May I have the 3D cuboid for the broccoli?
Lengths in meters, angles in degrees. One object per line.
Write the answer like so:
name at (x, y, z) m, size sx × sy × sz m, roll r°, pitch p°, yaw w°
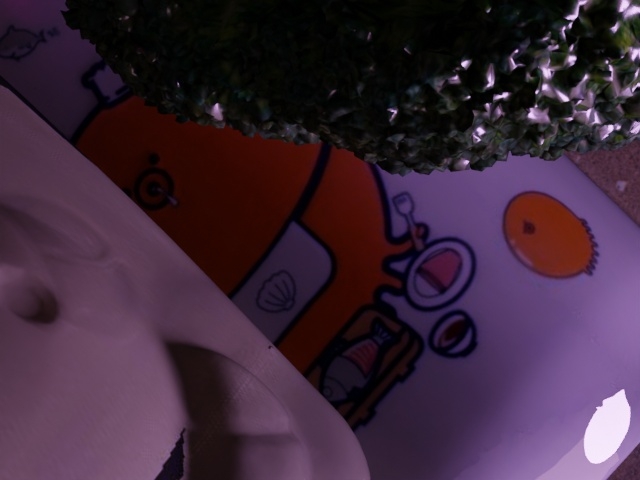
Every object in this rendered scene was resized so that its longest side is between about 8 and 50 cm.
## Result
broccoli at (0.032, -0.160, 0.608) m, size 0.297 × 0.297 × 0.297 m, roll -44°, pitch 141°, yaw -19°

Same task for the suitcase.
suitcase at (-0.137, 0.115, 0.622) m, size 0.351 × 0.339 × 0.194 m, roll -37°, pitch 169°, yaw -49°

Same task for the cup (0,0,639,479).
cup at (0.000, 0.000, 0.871) m, size 0.212 × 0.317 × 0.212 m, roll -46°, pitch 173°, yaw -7°
